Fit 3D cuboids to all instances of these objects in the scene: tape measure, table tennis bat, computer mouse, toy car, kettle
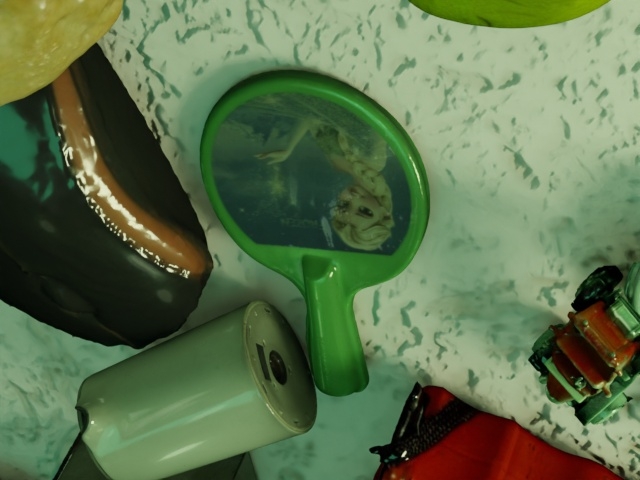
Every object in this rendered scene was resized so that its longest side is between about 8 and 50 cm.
[{"bbox_3d":[0.129,0.238,1.422,0.253,0.114,0.260,25,137,2],"label":"tape measure"},{"bbox_3d":[0.000,0.000,1.332,0.160,0.039,0.257,8,128,21],"label":"table tennis bat"},{"bbox_3d":[-0.198,-0.046,1.330,0.183,0.116,0.323,-9,124,36],"label":"computer mouse"},{"bbox_3d":[0.173,0.072,1.262,0.073,0.054,0.143,51,158,11],"label":"toy car"},{"bbox_3d":[-0.085,0.109,1.412,0.148,0.127,0.098,-23,101,22],"label":"kettle"}]

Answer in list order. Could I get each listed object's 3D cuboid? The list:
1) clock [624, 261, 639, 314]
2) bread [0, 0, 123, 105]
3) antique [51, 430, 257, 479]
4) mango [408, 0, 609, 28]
[{"bbox_3d":[0.239,0.034,1.247,0.101,0.041,0.135,36,135,-8],"label":"clock"},{"bbox_3d":[-0.235,-0.184,1.161,0.244,0.134,0.245,1,93,13],"label":"bread"},{"bbox_3d":[-0.131,0.244,1.523,0.151,0.147,0.148,3,131,21],"label":"antique"},{"bbox_3d":[0.107,-0.172,1.108,0.163,0.089,0.117,-13,130,46],"label":"mango"}]
